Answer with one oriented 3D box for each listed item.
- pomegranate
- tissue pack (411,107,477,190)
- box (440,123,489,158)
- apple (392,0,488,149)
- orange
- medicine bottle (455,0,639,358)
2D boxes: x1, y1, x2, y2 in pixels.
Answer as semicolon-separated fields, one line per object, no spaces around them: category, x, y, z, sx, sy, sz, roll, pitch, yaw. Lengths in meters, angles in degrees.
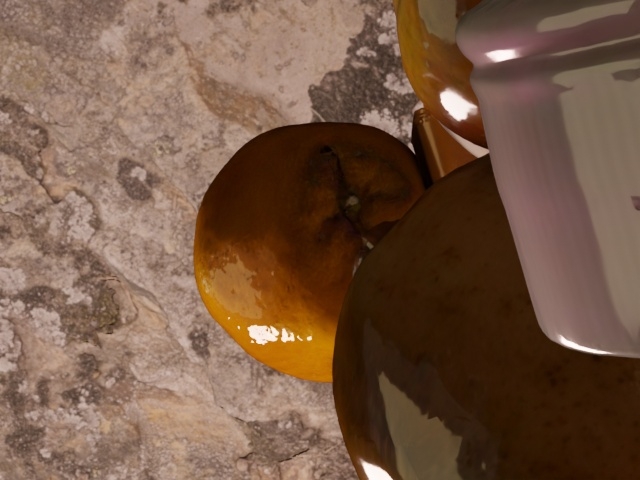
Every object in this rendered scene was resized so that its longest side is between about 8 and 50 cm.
pomegranate;0.144;0.089;1.057;0.307;0.307;0.307;-16;-90;-90
tissue pack;0.184;0.004;1.713;0.194;0.145;0.274;89;165;-84
box;0.117;-0.227;1.411;0.288;0.141;0.349;-98;-9;-80
apple;0.120;-0.164;0.980;0.210;0.173;0.235;-92;-4;-69
orange;0.000;0.000;1.708;0.183;0.249;0.249;104;155;-56
medicine bottle;0.087;-0.181;0.420;0.213;0.213;0.378;-103;-3;-82
